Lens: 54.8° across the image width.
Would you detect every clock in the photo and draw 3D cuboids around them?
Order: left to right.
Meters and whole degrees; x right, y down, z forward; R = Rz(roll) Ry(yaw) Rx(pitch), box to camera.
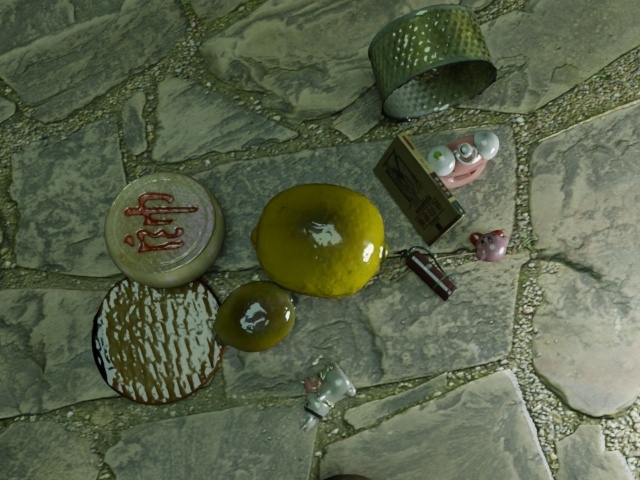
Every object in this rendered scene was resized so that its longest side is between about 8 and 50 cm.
[{"bbox_3d":[0.315,-0.179,1.395,0.165,0.162,0.093,-20,82,0],"label":"clock"}]

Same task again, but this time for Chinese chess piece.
[{"bbox_3d":[-0.351,-0.024,1.404,0.269,0.112,0.270,-1,69,2],"label":"Chinese chess piece"}]

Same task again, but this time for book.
[{"bbox_3d":[0.217,-0.113,1.392,0.026,0.161,0.231,-30,78,-26],"label":"book"}]

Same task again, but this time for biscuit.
[{"bbox_3d":[-0.369,0.215,1.417,0.317,0.040,0.318,-1,80,3],"label":"biscuit"}]

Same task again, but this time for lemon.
[{"bbox_3d":[-0.003,0.000,1.335,0.283,0.260,0.261,-16,79,18],"label":"lemon"}]

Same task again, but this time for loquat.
[{"bbox_3d":[-0.148,0.170,1.362,0.195,0.152,0.152,-24,79,-12],"label":"loquat"}]

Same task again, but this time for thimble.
[{"bbox_3d":[0.244,-0.393,1.389,0.270,0.271,0.150,-15,78,0],"label":"thimble"}]

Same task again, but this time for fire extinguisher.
[{"bbox_3d":[0.246,0.065,1.415,0.157,0.045,0.078,44,56,10],"label":"fire extinguisher"}]

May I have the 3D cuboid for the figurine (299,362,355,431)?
[{"bbox_3d":[-0.001,0.344,1.369,0.146,0.081,0.098,-39,37,0],"label":"figurine"}]

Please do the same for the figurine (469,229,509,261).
[{"bbox_3d":[0.389,0.014,1.402,0.083,0.071,0.067,-21,121,7],"label":"figurine"}]

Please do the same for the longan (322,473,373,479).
[{"bbox_3d":[0.063,0.604,1.198,0.296,0.297,0.298,-1,79,3],"label":"longan"}]
